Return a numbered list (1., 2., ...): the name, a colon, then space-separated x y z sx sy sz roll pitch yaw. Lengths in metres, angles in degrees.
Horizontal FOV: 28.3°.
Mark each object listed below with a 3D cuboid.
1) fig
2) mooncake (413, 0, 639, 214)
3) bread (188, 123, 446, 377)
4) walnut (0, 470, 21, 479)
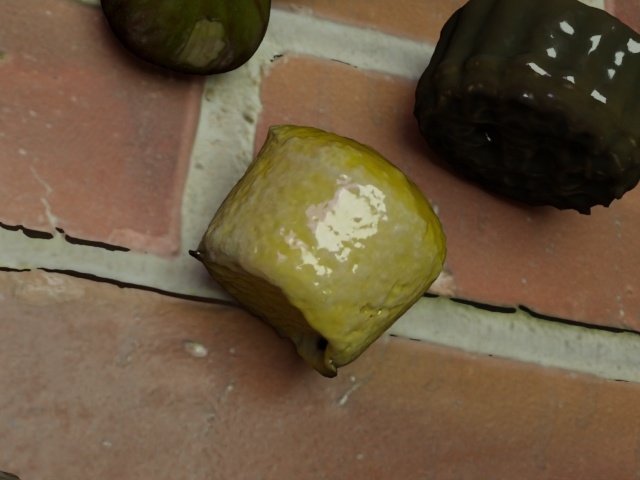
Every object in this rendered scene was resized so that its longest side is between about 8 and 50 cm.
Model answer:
1. fig: -0.083 -0.220 1.027 0.149 0.245 0.149 7 75 -28
2. mooncake: 0.196 -0.117 1.126 0.228 0.228 0.124 30 72 -12
3. bread: 0.004 0.000 1.039 0.197 0.197 0.170 42 77 -6
4. walnut: -0.300 0.225 0.854 0.230 0.178 0.178 -32 88 -31
